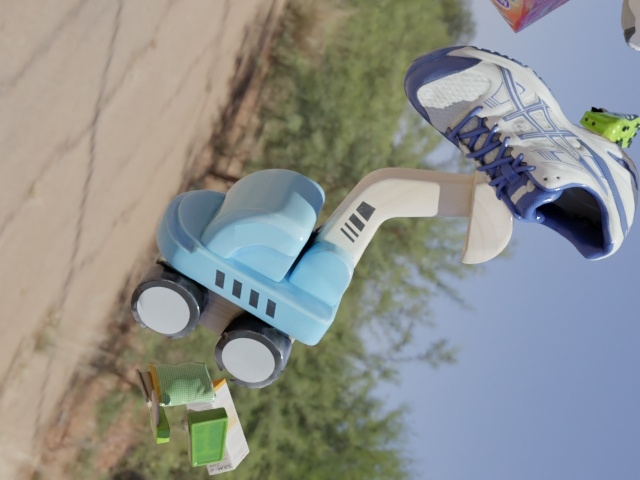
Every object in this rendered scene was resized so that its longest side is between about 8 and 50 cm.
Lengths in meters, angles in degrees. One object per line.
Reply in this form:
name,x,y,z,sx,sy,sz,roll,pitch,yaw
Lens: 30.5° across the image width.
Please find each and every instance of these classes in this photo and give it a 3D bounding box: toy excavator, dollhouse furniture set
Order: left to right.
dollhouse furniture set,-0.135,0.153,1.171,0.151,0.076,0.058,-121,-150,-51
toy excavator,0.000,0.000,1.686,0.445,0.433,0.222,-57,-175,32

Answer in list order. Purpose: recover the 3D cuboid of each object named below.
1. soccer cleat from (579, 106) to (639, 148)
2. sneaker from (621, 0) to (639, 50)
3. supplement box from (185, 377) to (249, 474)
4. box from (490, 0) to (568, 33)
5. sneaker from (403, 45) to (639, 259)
soccer cleat,0.448,-0.179,1.809,0.060,0.072,0.179,-62,160,15
sneaker,0.431,-0.257,1.192,0.129,0.297,0.111,32,-44,53
supplement box,-0.124,0.223,1.409,0.062,0.036,0.098,-33,106,-74
box,0.347,-0.424,1.535,0.300,0.142,0.154,-33,170,-13
sneaker,0.214,-0.093,1.243,0.112,0.296,0.131,-52,-169,43
